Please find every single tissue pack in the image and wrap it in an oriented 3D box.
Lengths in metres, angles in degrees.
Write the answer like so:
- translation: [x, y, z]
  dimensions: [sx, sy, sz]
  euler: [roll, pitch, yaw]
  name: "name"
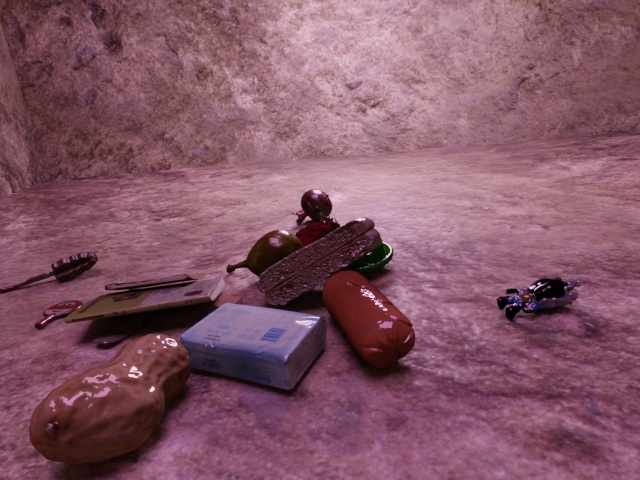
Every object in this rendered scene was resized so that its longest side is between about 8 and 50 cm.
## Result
- translation: [-0.137, 0.211, 0.999]
  dimensions: [0.263, 0.089, 0.177]
  euler: [1, 20, 27]
  name: "tissue pack"

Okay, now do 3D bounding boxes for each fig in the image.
- translation: [-0.177, 0.045, 1.391]
  dimensions: [0.259, 0.152, 0.151]
  euler: [-3, 20, 22]
  name: "fig"

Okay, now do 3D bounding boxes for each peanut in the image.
- translation: [-0.333, 0.272, 0.828]
  dimensions: [0.159, 0.143, 0.291]
  euler: [36, 27, 11]
  name: "peanut"

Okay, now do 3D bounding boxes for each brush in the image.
- translation: [-0.873, 0.111, 1.554]
  dimensions: [0.300, 0.071, 0.084]
  euler: [-22, 7, -15]
  name: "brush"

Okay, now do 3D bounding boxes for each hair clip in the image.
- translation: [-0.486, 0.220, 1.174]
  dimensions: [0.054, 0.022, 0.137]
  euler: [2, 22, 25]
  name: "hair clip"

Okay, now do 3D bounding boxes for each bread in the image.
- translation: [0.001, 0.048, 1.235]
  dimensions: [0.337, 0.102, 0.183]
  euler: [-31, 0, 13]
  name: "bread"

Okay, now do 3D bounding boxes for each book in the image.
- translation: [-0.460, 0.118, 1.357]
  dimensions: [0.231, 0.026, 0.157]
  euler: [-8, -5, 3]
  name: "book"
- translation: [-0.434, 0.151, 1.247]
  dimensions: [0.351, 0.035, 0.239]
  euler: [-8, 6, -4]
  name: "book"

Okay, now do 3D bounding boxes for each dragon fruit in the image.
- translation: [-0.009, -0.018, 1.466]
  dimensions: [0.122, 0.092, 0.192]
  euler: [-33, 1, -39]
  name: "dragon fruit"

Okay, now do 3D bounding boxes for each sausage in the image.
- translation: [0.094, 0.159, 1.020]
  dimensions: [0.121, 0.121, 0.304]
  euler: [-11, 20, -13]
  name: "sausage"

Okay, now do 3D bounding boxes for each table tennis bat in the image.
- translation: [-0.719, 0.199, 1.316]
  dimensions: [0.098, 0.019, 0.155]
  euler: [-3, 17, 9]
  name: "table tennis bat"

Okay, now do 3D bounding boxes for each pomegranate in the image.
- translation: [-0.035, -0.131, 1.855]
  dimensions: [0.159, 0.130, 0.129]
  euler: [-14, 19, 5]
  name: "pomegranate"

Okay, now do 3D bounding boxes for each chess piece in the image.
- translation: [-0.238, 0.167, 1.222]
  dimensions: [0.083, 0.038, 0.084]
  euler: [-7, 18, 2]
  name: "chess piece"

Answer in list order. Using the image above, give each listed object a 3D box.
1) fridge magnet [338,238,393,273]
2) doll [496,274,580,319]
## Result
- translation: [0.105, 0.039, 1.387]
  dimensions: [0.207, 0.088, 0.208]
  euler: [-10, 20, 4]
  name: "fridge magnet"
- translation: [0.496, 0.122, 1.077]
  dimensions: [0.195, 0.070, 0.096]
  euler: [-17, 37, -8]
  name: "doll"
